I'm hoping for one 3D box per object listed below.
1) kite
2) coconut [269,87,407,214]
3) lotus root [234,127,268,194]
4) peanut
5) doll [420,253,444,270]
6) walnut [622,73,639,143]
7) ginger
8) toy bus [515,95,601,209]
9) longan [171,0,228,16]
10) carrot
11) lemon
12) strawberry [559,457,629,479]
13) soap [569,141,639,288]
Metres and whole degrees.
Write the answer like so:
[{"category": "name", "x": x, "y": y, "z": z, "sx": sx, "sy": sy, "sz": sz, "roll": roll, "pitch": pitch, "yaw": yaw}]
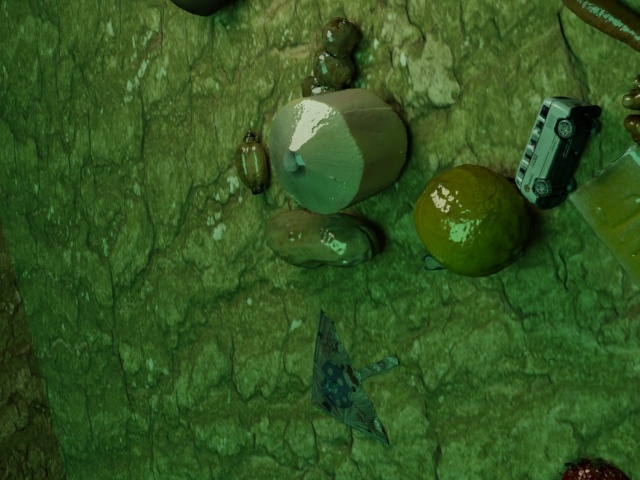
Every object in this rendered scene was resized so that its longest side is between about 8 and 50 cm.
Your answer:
[{"category": "kite", "x": 0.064, "y": 0.305, "z": 2.144, "sx": 0.314, "sy": 0.011, "sz": 0.335, "roll": -37, "pitch": 75, "yaw": 44}, {"category": "coconut", "x": 0.023, "y": -0.173, "z": 1.887, "sx": 0.239, "sy": 0.244, "sz": 0.239, "roll": 18, "pitch": 116, "yaw": 41}, {"category": "lotus root", "x": -0.156, "y": -0.179, "z": 2.199, "sx": 0.072, "sy": 0.063, "sz": 0.152, "roll": -3, "pitch": 96, "yaw": 8}, {"category": "peanut", "x": 0.000, "y": 0.000, "z": 2.046, "sx": 0.290, "sy": 0.130, "sz": 0.130, "roll": 3, "pitch": 103, "yaw": 46}, {"category": "doll", "x": 0.244, "y": 0.038, "z": 1.879, "sx": 0.125, "sy": 0.027, "sz": 0.037, "roll": -12, "pitch": 99, "yaw": 46}, {"category": "walnut", "x": 0.538, "y": -0.199, "z": 1.490, "sx": 0.170, "sy": 0.069, "sz": 0.143, "roll": 8, "pitch": 108, "yaw": 47}, {"category": "ginger", "x": 0.020, "y": -0.352, "z": 1.960, "sx": 0.104, "sy": 0.080, "sz": 0.204, "roll": 39, "pitch": 129, "yaw": 23}, {"category": "toy bus", "x": 0.394, "y": -0.151, "z": 1.639, "sx": 0.089, "sy": 0.087, "sz": 0.194, "roll": 41, "pitch": 127, "yaw": 39}, {"category": "longan", "x": -0.265, "y": -0.595, "z": 2.112, "sx": 0.198, "sy": 0.198, "sz": 0.212, "roll": 45, "pitch": 130, "yaw": 28}, {"category": "carrot", "x": 0.478, "y": -0.340, "z": 1.524, "sx": 0.248, "sy": 0.059, "sz": 0.059, "roll": 42, "pitch": 127, "yaw": 26}, {"category": "lemon", "x": 0.269, "y": -0.033, "z": 1.717, "sx": 0.231, "sy": 0.192, "sz": 0.192, "roll": 42, "pitch": 127, "yaw": 31}, {"category": "strawberry", "x": 0.489, "y": 0.478, "z": 1.724, "sx": 0.146, "sy": 0.082, "sz": 0.187, "roll": -38, "pitch": 78, "yaw": 51}, {"category": "soap", "x": 0.531, "y": -0.009, "z": 1.496, "sx": 0.274, "sy": 0.089, "sz": 0.173, "roll": 53, "pitch": 143, "yaw": 10}]
